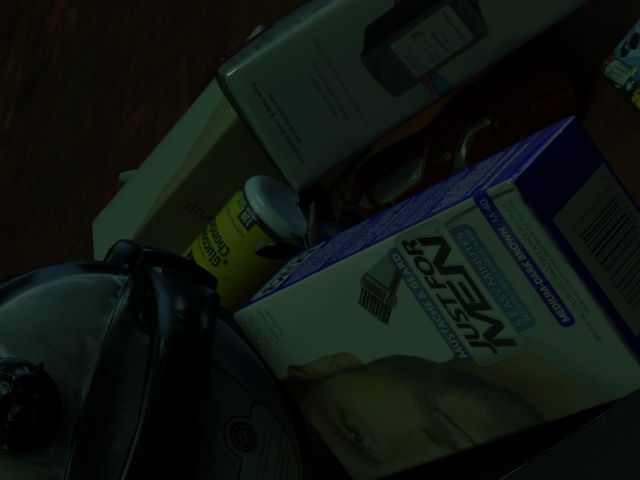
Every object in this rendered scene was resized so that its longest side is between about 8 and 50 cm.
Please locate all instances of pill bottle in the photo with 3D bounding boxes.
[{"bbox_3d":[-0.088,0.028,1.918,0.184,0.103,0.103,-48,27,21],"label":"pill bottle"}]

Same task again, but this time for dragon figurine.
[{"bbox_3d":[0.000,0.000,1.682,0.144,0.289,0.085,36,98,27],"label":"dragon figurine"}]

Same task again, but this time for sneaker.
[{"bbox_3d":[0.125,-0.090,1.667,0.221,0.087,0.128,-25,3,0],"label":"sneaker"}]

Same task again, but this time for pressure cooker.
[{"bbox_3d":[-0.211,0.223,1.539,0.370,0.375,0.420,61,142,11],"label":"pressure cooker"}]

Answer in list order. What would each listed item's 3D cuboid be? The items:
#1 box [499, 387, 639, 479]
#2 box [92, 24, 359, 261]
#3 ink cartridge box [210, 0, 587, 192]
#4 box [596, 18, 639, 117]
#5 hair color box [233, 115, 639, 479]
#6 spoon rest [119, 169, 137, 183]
[{"bbox_3d":[0.187,0.282,0.805,0.293,0.395,0.212,-39,31,36],"label":"box"},{"bbox_3d":[-0.101,-0.061,1.994,0.311,0.148,0.121,-49,27,22],"label":"box"},{"bbox_3d":[0.062,-0.185,1.677,0.306,0.131,0.226,-34,10,-2],"label":"ink cartridge box"},{"bbox_3d":[0.288,-0.144,1.522,0.094,0.027,0.137,-50,26,13],"label":"box"},{"bbox_3d":[0.106,0.057,1.418,0.339,0.185,0.110,-27,12,49],"label":"hair color box"},{"bbox_3d":[-0.224,0.059,2.181,0.137,0.084,0.276,-3,73,62],"label":"spoon rest"}]
